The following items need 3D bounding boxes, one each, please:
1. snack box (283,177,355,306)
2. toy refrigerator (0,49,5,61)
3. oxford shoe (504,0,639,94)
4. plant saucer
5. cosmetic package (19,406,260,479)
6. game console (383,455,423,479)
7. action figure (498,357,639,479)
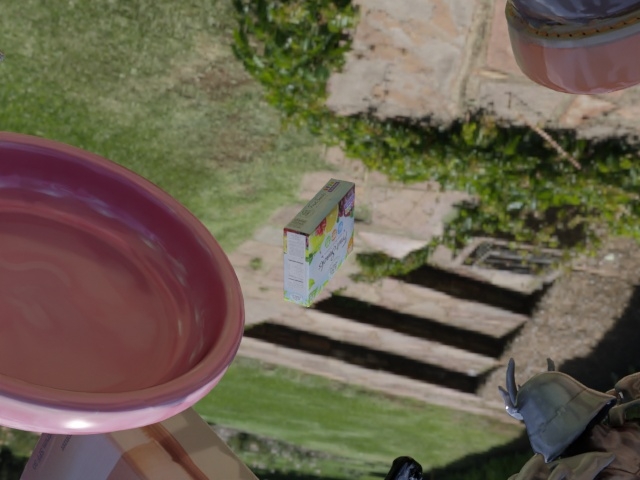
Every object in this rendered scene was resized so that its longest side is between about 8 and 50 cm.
[{"bbox_3d":[0.000,0.000,1.016,0.037,0.141,0.100,15,124,19],"label":"snack box"},{"bbox_3d":[-0.371,-0.185,0.686,0.102,0.094,0.269,49,-175,1],"label":"toy refrigerator"},{"bbox_3d":[0.229,-0.219,0.386,0.130,0.363,0.133,40,165,51],"label":"oxford shoe"},{"bbox_3d":[-0.227,0.037,0.705,0.332,0.332,0.084,16,123,-25],"label":"plant saucer"},{"bbox_3d":[-0.151,0.284,0.849,0.296,0.153,0.129,40,-156,22],"label":"cosmetic package"},{"bbox_3d":[0.051,0.496,1.310,0.044,0.361,0.213,27,166,24],"label":"game console"},{"bbox_3d":[0.166,0.179,0.392,0.185,0.285,0.099,-26,168,-33],"label":"action figure"}]
